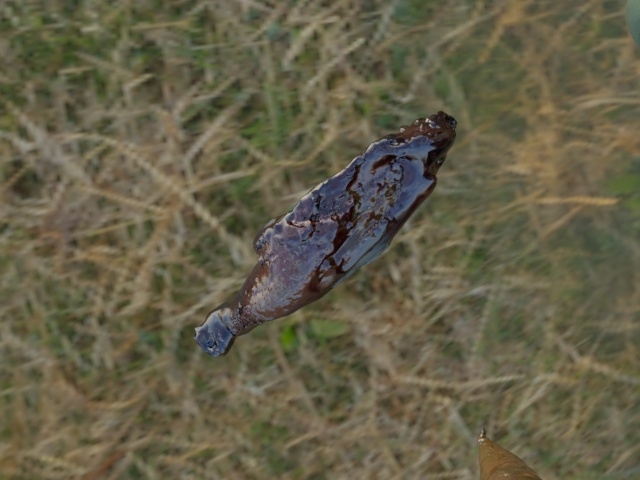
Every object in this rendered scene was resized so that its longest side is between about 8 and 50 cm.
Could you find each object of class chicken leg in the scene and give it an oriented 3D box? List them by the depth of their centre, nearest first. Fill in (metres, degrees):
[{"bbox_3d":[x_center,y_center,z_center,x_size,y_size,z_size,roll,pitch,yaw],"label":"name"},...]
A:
[{"bbox_3d":[0.000,0.000,1.015,0.205,0.093,0.053,-37,92,10],"label":"chicken leg"}]

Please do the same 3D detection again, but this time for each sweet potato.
[{"bbox_3d":[0.169,0.229,1.468,0.066,0.314,0.072,31,108,-16],"label":"sweet potato"}]

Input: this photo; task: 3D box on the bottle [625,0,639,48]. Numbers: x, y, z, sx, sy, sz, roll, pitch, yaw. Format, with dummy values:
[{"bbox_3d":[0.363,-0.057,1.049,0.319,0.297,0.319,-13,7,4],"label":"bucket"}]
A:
[{"bbox_3d":[0.353,-0.282,1.316,0.168,0.168,0.347,18,81,24],"label":"bottle"}]
